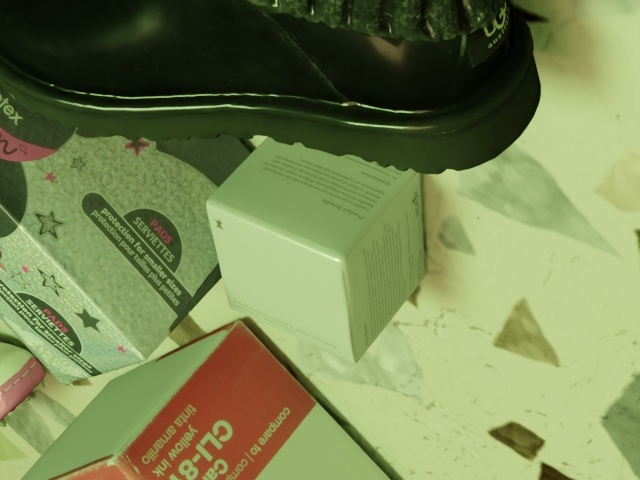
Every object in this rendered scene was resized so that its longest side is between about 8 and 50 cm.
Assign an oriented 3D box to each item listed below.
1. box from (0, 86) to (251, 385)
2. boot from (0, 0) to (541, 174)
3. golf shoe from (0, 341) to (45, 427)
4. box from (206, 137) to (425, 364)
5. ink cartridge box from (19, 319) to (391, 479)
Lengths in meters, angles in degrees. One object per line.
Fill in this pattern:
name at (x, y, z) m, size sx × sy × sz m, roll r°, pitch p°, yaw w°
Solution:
box at (-0.173, -0.051, 0.954) m, size 0.247 × 0.163 × 0.142 m, roll 48°, pitch 149°, yaw -12°
boot at (-0.060, -0.176, 0.712) m, size 0.348 × 0.131 × 0.260 m, roll 9°, pitch 144°, yaw 25°
golf shoe at (-0.377, 0.125, 1.432) m, size 0.306 × 0.115 × 0.140 m, roll -12°, pitch 118°, yaw 50°
box at (0.000, 0.000, 0.907) m, size 0.101 × 0.087 × 0.102 m, roll 23°, pitch 143°, yaw 26°
ink cartridge box at (-0.041, 0.278, 1.214) m, size 0.385 × 0.160 × 0.279 m, roll 47°, pitch 147°, yaw -9°
